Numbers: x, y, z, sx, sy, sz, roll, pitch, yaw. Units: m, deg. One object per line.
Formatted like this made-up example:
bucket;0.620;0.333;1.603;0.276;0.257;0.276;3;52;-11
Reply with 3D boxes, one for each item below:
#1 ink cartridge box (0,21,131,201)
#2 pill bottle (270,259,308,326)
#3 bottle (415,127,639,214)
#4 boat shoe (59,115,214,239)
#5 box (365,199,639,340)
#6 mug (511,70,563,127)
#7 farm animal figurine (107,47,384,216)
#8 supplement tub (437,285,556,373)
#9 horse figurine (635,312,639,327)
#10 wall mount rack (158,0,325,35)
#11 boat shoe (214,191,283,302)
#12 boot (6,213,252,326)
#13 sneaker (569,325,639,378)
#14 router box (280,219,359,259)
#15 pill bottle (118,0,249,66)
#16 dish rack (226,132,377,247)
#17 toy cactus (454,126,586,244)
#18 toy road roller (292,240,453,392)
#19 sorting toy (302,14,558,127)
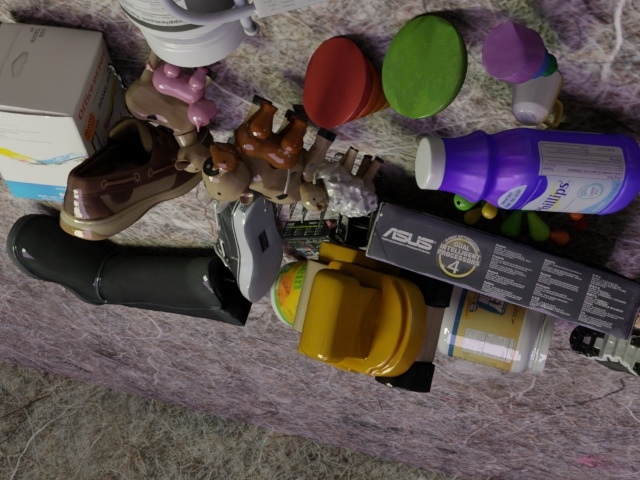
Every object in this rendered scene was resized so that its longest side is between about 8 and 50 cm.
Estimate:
ink cartridge box;-0.410;-0.193;1.603;0.168;0.171;0.233;6;149;8
pill bottle;0.030;0.101;2.039;0.245;0.136;0.136;-7;147;45
bottle;0.266;-0.091;1.332;0.283;0.092;0.118;3;155;-12
boat shoe;-0.270;-0.128;1.573;0.123;0.342;0.123;20;126;22
box;0.268;0.035;1.602;0.395;0.097;0.318;18;-174;4
mug;0.276;-0.177;1.305;0.078;0.064;0.062;19;157;-3
farm animal figurine;-0.117;-0.127;1.487;0.327;0.172;0.330;20;-170;-45
supplement tub;0.332;0.167;1.948;0.199;0.144;0.144;13;157;11
horse figurine;0.568;0.129;1.766;0.263;0.066;0.174;18;176;-20
wall mount rack;0.008;-0.297;1.062;0.350;0.130;0.304;-13;149;1
boat shoe;-0.149;0.002;1.961;0.105;0.113;0.306;30;155;23
boot;-0.410;0.065;2.275;0.445;0.146;0.367;8;164;30
sneaker;0.591;0.217;1.942;0.234;0.078;0.106;17;176;40
router box;0.000;0.000;1.957;0.122;0.038;0.092;-2;150;40
pill bottle;-0.168;-0.331;1.164;0.161;0.161;0.283;13;157;14
dish rack;-0.036;-0.089;1.734;0.271;0.074;0.208;16;157;5
toy cactus;0.300;-0.083;1.461;0.219;0.112;0.180;10;130;-10
toy road roller;0.043;0.116;1.713;0.240;0.202;0.329;11;-177;-42
sorting toy;0.145;-0.207;1.322;0.365;0.127;0.126;-2;173;44
